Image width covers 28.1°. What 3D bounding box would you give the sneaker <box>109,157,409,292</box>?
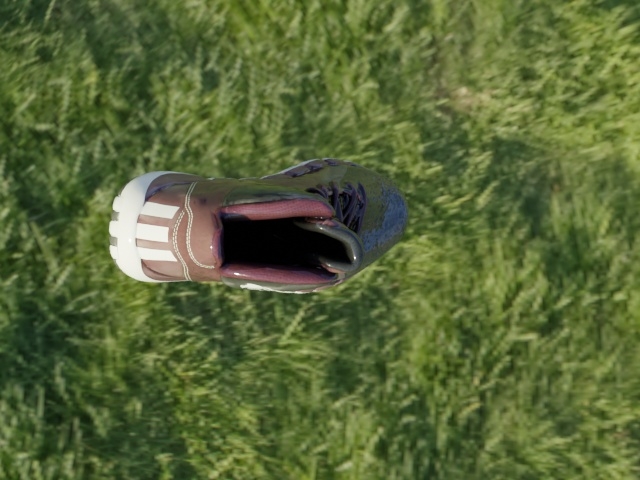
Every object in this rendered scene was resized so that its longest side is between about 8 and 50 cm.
[{"bbox_3d":[0.000,0.000,0.938,0.281,0.163,0.106,-7,101,-42],"label":"sneaker"}]
